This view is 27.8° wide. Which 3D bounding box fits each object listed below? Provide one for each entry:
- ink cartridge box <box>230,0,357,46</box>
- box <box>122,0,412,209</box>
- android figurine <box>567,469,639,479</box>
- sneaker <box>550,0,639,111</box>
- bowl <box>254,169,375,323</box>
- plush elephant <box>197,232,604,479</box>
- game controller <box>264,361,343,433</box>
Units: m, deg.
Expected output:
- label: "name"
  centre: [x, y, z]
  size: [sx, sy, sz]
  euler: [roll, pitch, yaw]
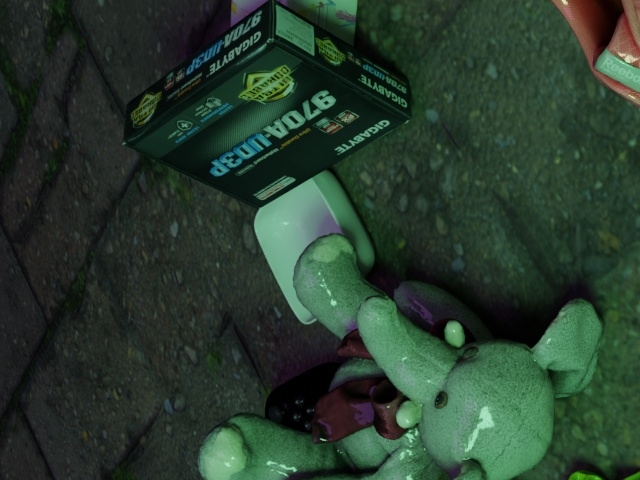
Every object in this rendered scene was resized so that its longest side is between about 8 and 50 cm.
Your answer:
- label: "ink cartridge box"
  centre: [-0.026, -0.221, 1.253]
  size: [0.092, 0.090, 0.143]
  euler: [34, 130, 43]
- label: "box"
  centre: [-0.052, -0.121, 1.214]
  size: [0.220, 0.175, 0.051]
  euler: [-28, 50, 39]
- label: "android figurine"
  centre: [0.281, 0.310, 1.076]
  size: [0.248, 0.056, 0.273]
  euler: [47, 136, 33]
- label: "sneaker"
  centre: [0.251, -0.105, 0.874]
  size: [0.314, 0.136, 0.116]
  euler: [54, 142, 26]
- label: "bowl"
  centre: [0.000, 0.000, 1.340]
  size: [0.142, 0.053, 0.142]
  euler: [62, 145, 16]
- label: "plush elephant"
  centre: [0.090, 0.138, 1.096]
  size: [0.330, 0.272, 0.255]
  euler: [35, 152, 2]
- label: "game controller"
  centre: [0.042, 0.290, 1.389]
  size: [0.166, 0.067, 0.319]
  euler: [-36, 75, 54]
